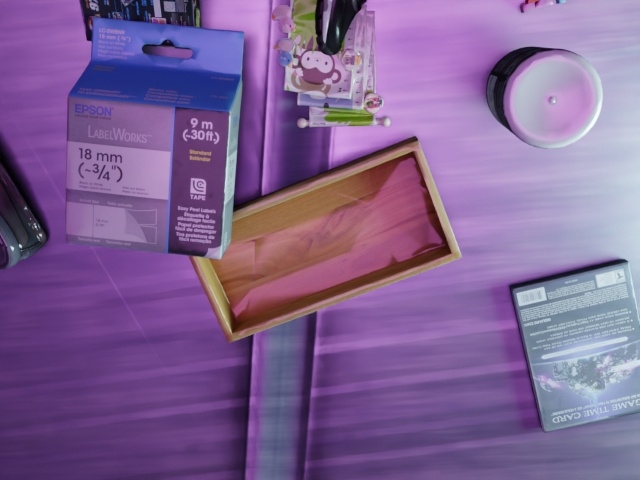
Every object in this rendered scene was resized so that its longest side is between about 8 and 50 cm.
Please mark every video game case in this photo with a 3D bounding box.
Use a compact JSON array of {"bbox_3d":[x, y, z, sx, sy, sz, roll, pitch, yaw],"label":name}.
[{"bbox_3d":[0.448,0.183,1.335,0.196,0.026,0.274,-14,104,7],"label":"video game case"}]

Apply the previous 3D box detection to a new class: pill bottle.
[{"bbox_3d":[0.309,-0.212,1.124,0.130,0.245,0.130,1,106,4],"label":"pill bottle"}]

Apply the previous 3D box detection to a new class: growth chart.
[{"bbox_3d":[0.014,-0.289,1.237,0.172,0.021,0.237,-6,102,4],"label":"growth chart"}]

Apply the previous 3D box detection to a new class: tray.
[{"bbox_3d":[0.000,0.000,1.287,0.411,0.076,0.202,-21,102,7],"label":"tray"}]

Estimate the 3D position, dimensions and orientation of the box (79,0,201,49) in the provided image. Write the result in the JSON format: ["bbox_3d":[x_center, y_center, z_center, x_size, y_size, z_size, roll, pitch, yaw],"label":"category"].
[{"bbox_3d":[-0.271,-0.394,1.158,0.175,0.051,0.220,5,135,2],"label":"box"}]

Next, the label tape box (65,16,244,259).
[{"bbox_3d":[-0.248,-0.153,1.172,0.241,0.106,0.333,6,104,2],"label":"label tape box"}]

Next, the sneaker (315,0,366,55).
[{"bbox_3d":[0.070,-0.407,1.150,0.124,0.107,0.283,11,97,-7],"label":"sneaker"}]

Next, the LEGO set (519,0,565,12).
[{"bbox_3d":[0.405,-0.414,1.149,0.227,0.087,0.093,-15,104,6],"label":"LEGO set"}]

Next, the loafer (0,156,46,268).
[{"bbox_3d":[-0.559,-0.102,1.295,0.109,0.095,0.302,-18,100,39],"label":"loafer"}]
